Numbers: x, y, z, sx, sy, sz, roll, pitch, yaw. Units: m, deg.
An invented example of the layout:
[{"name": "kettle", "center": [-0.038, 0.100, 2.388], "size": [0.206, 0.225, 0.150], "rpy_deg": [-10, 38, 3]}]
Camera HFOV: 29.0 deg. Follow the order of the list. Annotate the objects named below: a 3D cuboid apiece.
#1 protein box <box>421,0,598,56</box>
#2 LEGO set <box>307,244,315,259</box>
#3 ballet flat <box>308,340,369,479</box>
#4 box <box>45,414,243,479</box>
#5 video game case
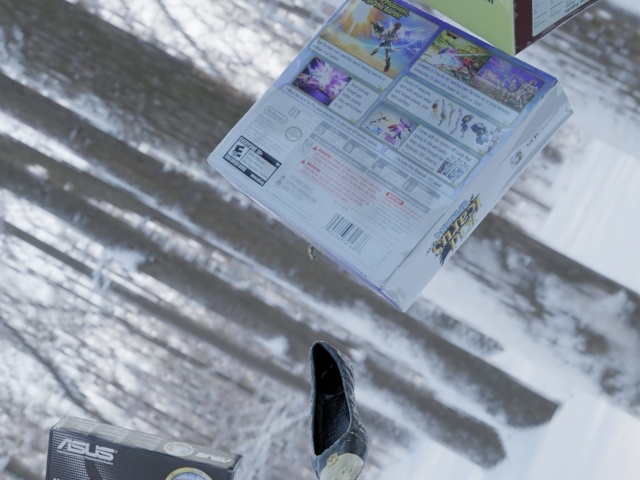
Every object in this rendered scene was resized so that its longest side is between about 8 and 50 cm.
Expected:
[{"name": "protein box", "center": [0.145, -0.308, 1.071], "size": [0.136, 0.200, 0.201], "rpy_deg": [-33, -40, -20]}, {"name": "LEGO set", "center": [-0.001, -0.002, 1.735], "size": [0.083, 0.023, 0.054], "rpy_deg": [-6, -82, -58]}, {"name": "ballet flat", "center": [0.007, 0.156, 1.093], "size": [0.057, 0.049, 0.173], "rpy_deg": [-33, 29, 15]}, {"name": "box", "center": [-0.255, 0.379, 1.734], "size": [0.060, 0.270, 0.216], "rpy_deg": [-48, -31, -71]}, {"name": "video game case", "center": [0.059, -0.098, 1.174], "size": [0.244, 0.269, 0.061], "rpy_deg": [-50, -39, -5]}]
